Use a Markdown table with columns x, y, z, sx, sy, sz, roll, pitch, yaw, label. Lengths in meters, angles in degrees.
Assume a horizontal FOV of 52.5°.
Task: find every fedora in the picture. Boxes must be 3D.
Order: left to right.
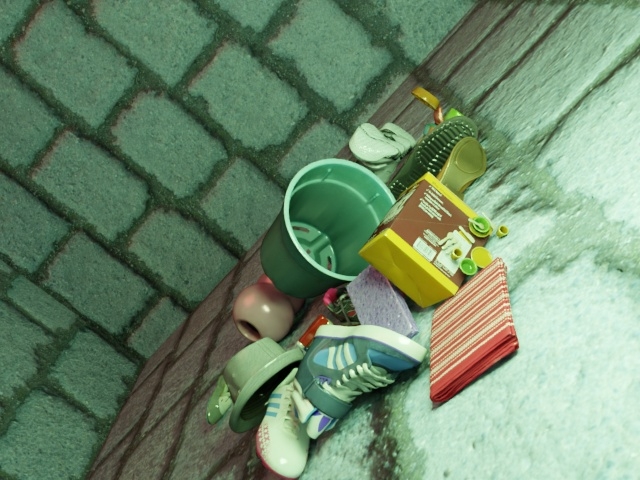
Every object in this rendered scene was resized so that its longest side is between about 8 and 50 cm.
| x | y | z | sx | sy | sz | roll | pitch | yaw | label |
| --- | --- | --- | --- | --- | --- | --- | --- | --- | --- |
| -0.160 | 0.344 | 1.632 | 0.244 | 0.124 | 0.275 | -29 | -29 | -36 | fedora |

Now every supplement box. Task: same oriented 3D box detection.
| x | y | z | sx | sy | sz | roll | pitch | yaw | label |
| --- | --- | --- | --- | --- | --- | --- | --- | --- | --- |
| 0.225 | 0.001 | 1.387 | 0.194 | 0.191 | 0.129 | -52 | 5 | -28 | supplement box |

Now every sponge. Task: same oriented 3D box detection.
| x | y | z | sx | sy | sz | roll | pitch | yaw | label |
| --- | --- | --- | --- | --- | --- | --- | --- | --- | --- |
| 0.134 | 0.152 | 1.455 | 0.117 | 0.031 | 0.210 | -46 | 45 | 26 | sponge |

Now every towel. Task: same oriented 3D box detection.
| x | y | z | sx | sy | sz | roll | pitch | yaw | label |
| --- | --- | --- | --- | --- | --- | --- | --- | --- | --- |
| 0.274 | 0.159 | 1.188 | 0.199 | 0.031 | 0.275 | -46 | 11 | 27 | towel |

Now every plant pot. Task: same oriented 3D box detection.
| x | y | z | sx | sy | sz | roll | pitch | yaw | label |
| --- | --- | --- | --- | --- | --- | --- | --- | --- | --- |
| 0.000 | 0.000 | 1.815 | 0.341 | 0.341 | 0.334 | -58 | 9 | -32 | plant pot |

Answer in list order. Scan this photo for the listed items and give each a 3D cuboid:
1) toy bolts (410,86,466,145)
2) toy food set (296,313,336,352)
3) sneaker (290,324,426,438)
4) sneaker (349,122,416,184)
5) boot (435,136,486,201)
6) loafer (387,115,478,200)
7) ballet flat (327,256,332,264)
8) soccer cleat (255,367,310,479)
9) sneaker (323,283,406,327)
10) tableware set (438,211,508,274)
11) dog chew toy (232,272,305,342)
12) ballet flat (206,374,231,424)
| x | y | z | sx | sy | sz | roll | pitch | yaw | label |
| --- | --- | --- | --- | --- | --- | --- | --- | --- | --- |
| 0.351 | -0.365 | 2.101 | 0.158 | 0.218 | 0.228 | -54 | -6 | 8 | toy bolts |
| 0.011 | 0.259 | 1.601 | 0.104 | 0.111 | 0.232 | -48 | 10 | -3 | toy food set |
| 0.061 | 0.300 | 1.320 | 0.323 | 0.130 | 0.236 | -5 | 58 | 53 | sneaker |
| 0.148 | -0.224 | 1.896 | 0.210 | 0.137 | 0.366 | -56 | -13 | 25 | sneaker |
| 0.325 | -0.137 | 1.748 | 0.220 | 0.109 | 0.283 | -38 | 24 | 57 | boot |
| 0.318 | -0.241 | 1.948 | 0.366 | 0.134 | 0.130 | -44 | 12 | 28 | loafer |
| 0.100 | 0.050 | 2.026 | 0.079 | 0.076 | 0.221 | -35 | 12 | -20 | ballet flat |
| -0.070 | 0.394 | 1.454 | 0.143 | 0.116 | 0.331 | -63 | 9 | 11 | soccer cleat |
| 0.106 | 0.154 | 1.591 | 0.299 | 0.112 | 0.120 | -28 | 25 | 57 | sneaker |
| 0.323 | 0.004 | 1.326 | 0.154 | 0.104 | 0.024 | -30 | -16 | -27 | tableware set |
| -0.143 | 0.190 | 2.176 | 0.332 | 0.206 | 0.207 | -49 | 9 | -37 | dog chew toy |
| -0.317 | 0.511 | 2.121 | 0.068 | 0.072 | 0.213 | -14 | 26 | 13 | ballet flat |
